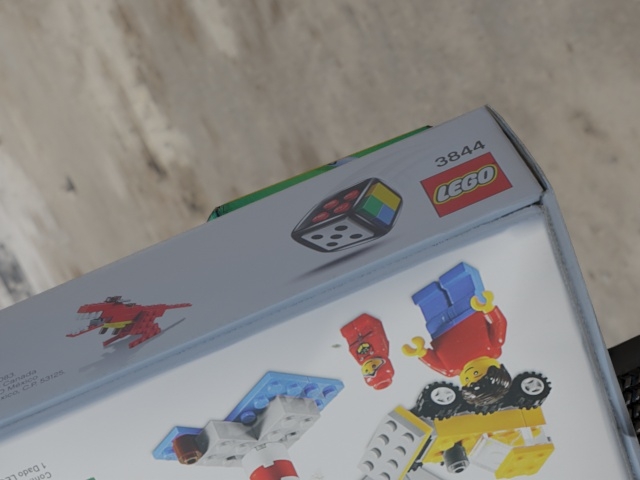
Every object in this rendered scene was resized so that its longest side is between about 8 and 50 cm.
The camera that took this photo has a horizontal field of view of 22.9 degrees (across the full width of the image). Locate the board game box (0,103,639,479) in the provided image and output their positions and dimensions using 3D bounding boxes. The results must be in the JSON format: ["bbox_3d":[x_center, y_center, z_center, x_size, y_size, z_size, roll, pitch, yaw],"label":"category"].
[{"bbox_3d":[-0.062,0.111,0.408,0.053,0.305,0.193,-112,-1,-58],"label":"board game box"}]

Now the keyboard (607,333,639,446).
[{"bbox_3d":[0.198,0.081,0.775,0.038,0.192,0.100,15,112,42],"label":"keyboard"}]

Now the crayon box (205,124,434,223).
[{"bbox_3d":[0.000,0.000,1.555,0.081,0.278,0.165,55,144,17],"label":"crayon box"}]
